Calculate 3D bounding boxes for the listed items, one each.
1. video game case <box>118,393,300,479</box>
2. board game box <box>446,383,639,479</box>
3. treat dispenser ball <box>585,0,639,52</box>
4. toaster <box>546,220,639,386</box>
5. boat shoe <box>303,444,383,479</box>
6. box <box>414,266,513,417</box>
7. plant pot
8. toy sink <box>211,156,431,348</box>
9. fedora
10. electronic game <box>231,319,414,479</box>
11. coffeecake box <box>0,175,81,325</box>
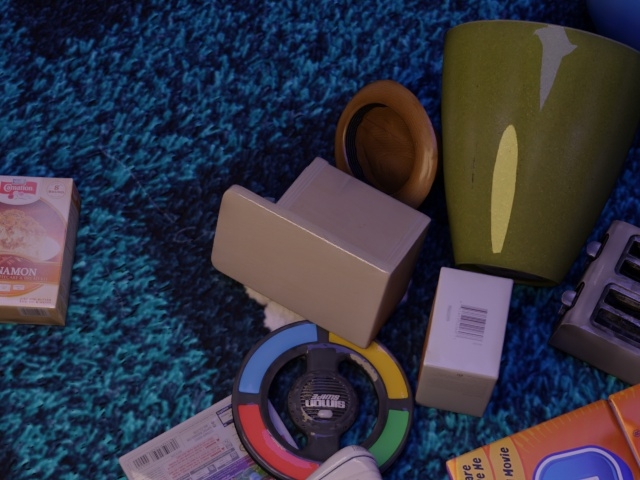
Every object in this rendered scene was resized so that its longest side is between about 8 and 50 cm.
[{"bbox_3d":[-0.119,0.298,1.787,0.201,0.023,0.183,-28,69,-12],"label":"video game case"},{"bbox_3d":[0.372,0.369,1.546,0.356,0.356,0.356,-21,68,0],"label":"board game box"},{"bbox_3d":[0.496,-0.352,1.923,0.288,0.288,0.288,0,66,1],"label":"treat dispenser ball"},{"bbox_3d":[0.400,0.090,1.825,0.186,0.110,0.168,27,70,12],"label":"toaster"},{"bbox_3d":[-0.019,0.335,1.698,0.226,0.083,0.076,-47,32,7],"label":"boat shoe"},{"bbox_3d":[0.174,0.128,1.777,0.091,0.170,0.130,10,67,4],"label":"box"},{"bbox_3d":[0.264,-0.097,1.849,0.275,0.275,0.293,12,83,6],"label":"plant pot"},{"bbox_3d":[0.000,0.000,1.830,0.234,0.153,0.131,27,47,12],"label":"toy sink"},{"bbox_3d":[0.102,-0.120,1.920,0.079,0.194,0.194,-1,59,-43],"label":"fedora"},{"bbox_3d":[0.003,0.203,1.799,0.229,0.048,0.229,4,62,-7],"label":"electronic game"},{"bbox_3d":[-0.398,0.011,1.891,0.142,0.068,0.185,2,66,3],"label":"coffeecake box"}]
